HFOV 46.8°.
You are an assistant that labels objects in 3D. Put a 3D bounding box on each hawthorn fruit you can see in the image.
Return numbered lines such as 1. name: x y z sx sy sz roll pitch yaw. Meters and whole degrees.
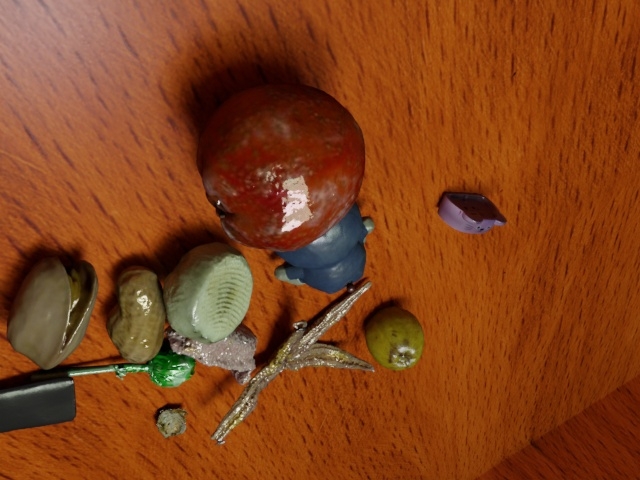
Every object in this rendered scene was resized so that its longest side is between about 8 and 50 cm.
1. hawthorn fruit: -0.068 -0.115 1.164 0.284 0.284 0.284 -22 142 -18

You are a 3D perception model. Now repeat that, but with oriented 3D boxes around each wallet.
1. wallet: -0.588 0.318 1.390 0.244 0.025 0.124 -5 133 -20

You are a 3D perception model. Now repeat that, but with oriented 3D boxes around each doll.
1. doll: 0.000 0.000 1.445 0.228 0.154 0.258 -29 137 -2

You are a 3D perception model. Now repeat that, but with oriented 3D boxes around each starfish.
1. starfish: -0.041 0.281 1.721 0.397 0.132 0.384 -7 140 -40

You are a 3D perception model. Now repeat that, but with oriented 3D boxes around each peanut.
1. peanut: -0.337 0.138 1.357 0.108 0.095 0.226 2 130 -17

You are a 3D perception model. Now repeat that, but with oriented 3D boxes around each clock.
1. clock: 0.342 -0.056 1.669 0.152 0.110 0.050 0 130 -38

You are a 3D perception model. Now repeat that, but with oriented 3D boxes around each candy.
1. candy: -0.407 0.257 1.469 0.323 0.097 0.097 0 132 -28

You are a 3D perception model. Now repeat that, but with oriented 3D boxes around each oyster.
1. oyster: -0.354 0.429 1.733 0.086 0.029 0.132 1 135 -31

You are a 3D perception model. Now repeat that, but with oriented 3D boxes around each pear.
1. pear: 0.185 0.245 1.851 0.148 0.162 0.149 -13 132 -15

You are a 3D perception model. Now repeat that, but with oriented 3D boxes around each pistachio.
1. pistachio: -0.440 0.118 1.225 0.129 0.131 0.206 -1 129 -49

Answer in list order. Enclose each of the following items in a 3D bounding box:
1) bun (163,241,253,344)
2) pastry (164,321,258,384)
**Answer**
1. bun: -0.215 0.093 1.358 0.195 0.118 0.196 -42 141 -48
2. pastry: -0.206 0.213 1.530 0.112 0.103 0.265 -48 146 -2
